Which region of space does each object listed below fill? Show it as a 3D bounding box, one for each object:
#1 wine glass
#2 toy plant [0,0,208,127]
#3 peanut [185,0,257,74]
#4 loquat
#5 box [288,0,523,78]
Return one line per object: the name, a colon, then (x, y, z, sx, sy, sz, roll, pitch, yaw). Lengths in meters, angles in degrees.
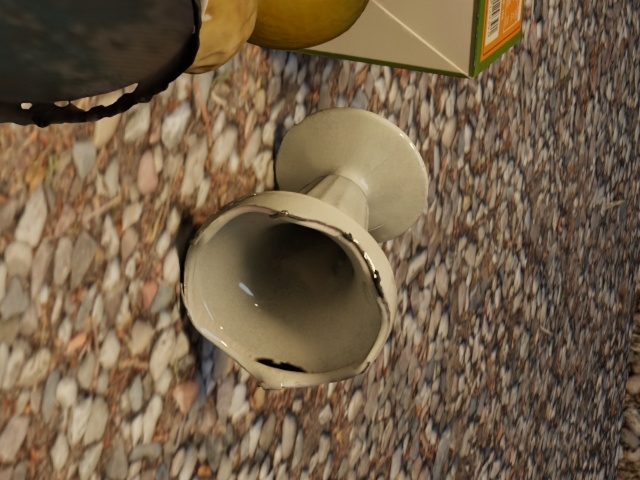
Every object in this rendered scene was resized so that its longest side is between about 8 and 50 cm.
wine glass: (0.000, 0.000, 1.352, 0.196, 0.165, 0.165, -58, 151, -55)
toy plant: (-0.129, -0.248, 0.814, 0.247, 0.247, 0.332, 68, 30, -56)
peanut: (-0.110, -0.170, 1.039, 0.108, 0.095, 0.226, -33, 148, 3)
loquat: (-0.028, -0.207, 1.187, 0.195, 0.152, 0.152, 45, 57, -76)
box: (0.064, -0.245, 1.367, 0.148, 0.178, 0.194, -41, 137, -59)
